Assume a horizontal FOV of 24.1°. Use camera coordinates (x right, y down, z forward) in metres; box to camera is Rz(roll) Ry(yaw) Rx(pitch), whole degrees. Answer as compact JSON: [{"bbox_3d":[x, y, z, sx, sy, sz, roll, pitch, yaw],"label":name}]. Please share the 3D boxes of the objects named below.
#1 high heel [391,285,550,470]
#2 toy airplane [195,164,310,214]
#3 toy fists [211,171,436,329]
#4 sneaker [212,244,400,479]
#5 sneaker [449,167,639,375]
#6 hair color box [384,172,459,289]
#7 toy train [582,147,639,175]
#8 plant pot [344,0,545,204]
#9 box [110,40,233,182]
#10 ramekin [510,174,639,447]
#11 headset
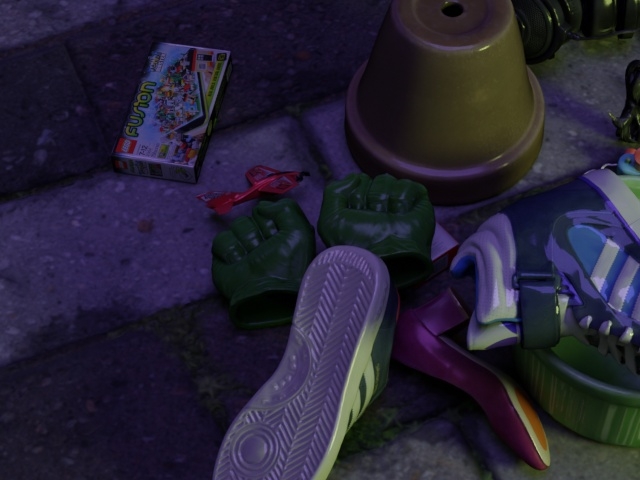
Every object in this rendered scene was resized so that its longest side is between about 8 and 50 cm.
[{"bbox_3d":[0.162,0.177,1.714,0.117,0.082,0.244,-37,71,14],"label":"high heel"},{"bbox_3d":[-0.082,-0.062,1.871,0.151,0.028,0.151,-11,17,3],"label":"toy airplane"},{"bbox_3d":[0.000,0.000,1.790,0.279,0.096,0.142,-18,51,11],"label":"toy fists"},{"bbox_3d":[0.002,0.185,1.677,0.131,0.148,0.350,23,81,27],"label":"sneaker"},{"bbox_3d":[0.275,0.092,1.554,0.236,0.130,0.322,-28,63,-7],"label":"sneaker"},{"bbox_3d":[0.099,-0.012,1.856,0.072,0.043,0.141,-32,60,-19],"label":"hair color box"},{"bbox_3d":[0.411,-0.056,1.880,0.125,0.046,0.166,-26,58,-17],"label":"toy train"},{"bbox_3d":[0.163,-0.212,1.889,0.263,0.229,0.263,0,54,0],"label":"plant pot"},{"bbox_3d":[-0.194,-0.172,1.984,0.114,0.036,0.207,8,54,7],"label":"box"},{"bbox_3d":[0.358,0.087,1.713,0.303,0.148,0.303,0,54,1],"label":"ramekin"},{"bbox_3d":[0.337,-0.297,2.031,0.243,0.185,0.394,-17,40,-15],"label":"headset"}]
